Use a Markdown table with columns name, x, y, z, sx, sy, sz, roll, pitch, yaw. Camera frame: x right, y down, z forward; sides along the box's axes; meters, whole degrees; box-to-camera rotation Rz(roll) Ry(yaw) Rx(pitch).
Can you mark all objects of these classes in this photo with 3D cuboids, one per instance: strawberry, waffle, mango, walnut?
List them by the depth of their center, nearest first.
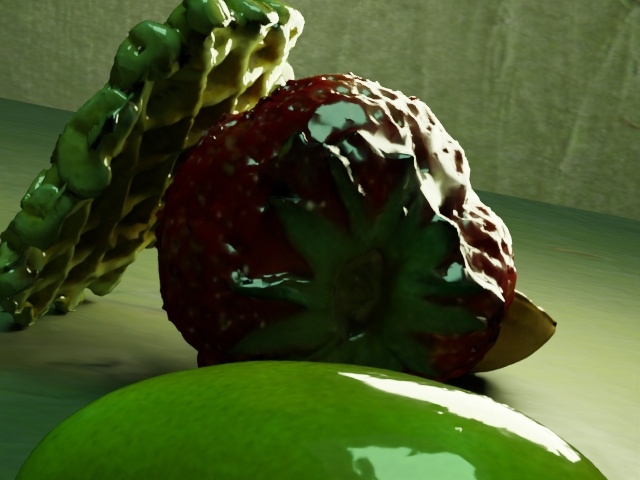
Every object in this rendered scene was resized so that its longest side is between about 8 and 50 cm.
| name | x | y | z | sx | sy | sz | roll | pitch | yaw |
| --- | --- | --- | --- | --- | --- | --- | --- | --- | --- |
| mango | 0.009 | 0.124 | 0.567 | 0.273 | 0.149 | 0.185 | 13 | 11 | 35 |
| strawberry | 0.000 | 0.000 | 0.973 | 0.238 | 0.250 | 0.288 | -30 | 25 | -1 |
| waffle | -0.132 | -0.063 | 1.019 | 0.073 | 0.317 | 0.297 | 44 | 6 | 9 |
| walnut | 0.092 | 0.061 | 1.154 | 0.211 | 0.087 | 0.167 | 27 | -6 | 24 |
